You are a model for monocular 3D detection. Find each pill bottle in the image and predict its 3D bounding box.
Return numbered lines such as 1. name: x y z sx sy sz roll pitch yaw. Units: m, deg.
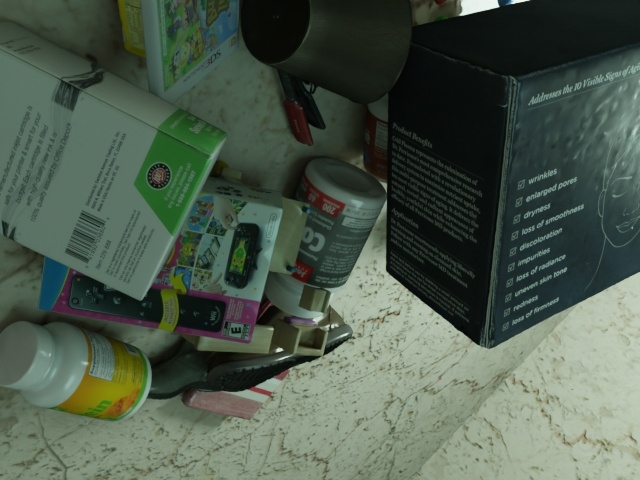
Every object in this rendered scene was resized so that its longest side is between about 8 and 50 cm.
1. pill bottle: 0.145 -0.221 1.299 0.121 0.121 0.216 -27 141 -26
2. pill bottle: 0.000 0.000 1.333 0.161 0.161 0.283 -5 128 -44
3. pill bottle: -0.405 0.211 1.139 0.136 0.136 0.246 -48 146 2

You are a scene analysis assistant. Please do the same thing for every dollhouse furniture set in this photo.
1. dollhouse furniture set: -0.126 0.026 1.238 0.286 0.198 0.303 10 96 -37

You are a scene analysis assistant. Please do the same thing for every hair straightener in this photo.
1. hair straightener: -0.034 -0.264 1.148 0.089 0.047 0.230 -52 143 -22

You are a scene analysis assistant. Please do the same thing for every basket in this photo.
1. basket: 0.008 -0.308 1.006 0.227 0.154 0.204 -8 111 -52

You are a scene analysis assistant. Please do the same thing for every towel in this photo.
1. towel: -0.136 0.257 1.564 0.329 0.037 0.237 -51 143 4

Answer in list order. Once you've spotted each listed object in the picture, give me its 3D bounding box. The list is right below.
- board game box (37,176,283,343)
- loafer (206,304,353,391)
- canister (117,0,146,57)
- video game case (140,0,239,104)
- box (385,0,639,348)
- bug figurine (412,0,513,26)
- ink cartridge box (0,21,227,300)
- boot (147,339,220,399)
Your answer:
1. board game box: -0.226 0.012 0.997 0.303 0.097 0.224 11 110 -10
2. loafer: -0.096 0.205 1.431 0.366 0.130 0.134 -11 155 -48
3. canister: -0.198 -0.325 0.854 0.126 0.073 0.170 -47 154 -39
4. video game case: -0.154 -0.292 0.855 0.212 0.023 0.193 97 19 -45
5. box: 0.384 -0.146 1.221 0.480 0.297 0.471 -20 127 -26
6. bug figurine: 0.273 -0.426 1.270 0.279 0.072 0.216 -14 134 -39
7. ink cartridge box: -0.288 -0.094 0.822 0.289 0.121 0.211 28 112 -8
8. boot: -0.264 0.217 1.367 0.247 0.083 0.161 4 109 -47
